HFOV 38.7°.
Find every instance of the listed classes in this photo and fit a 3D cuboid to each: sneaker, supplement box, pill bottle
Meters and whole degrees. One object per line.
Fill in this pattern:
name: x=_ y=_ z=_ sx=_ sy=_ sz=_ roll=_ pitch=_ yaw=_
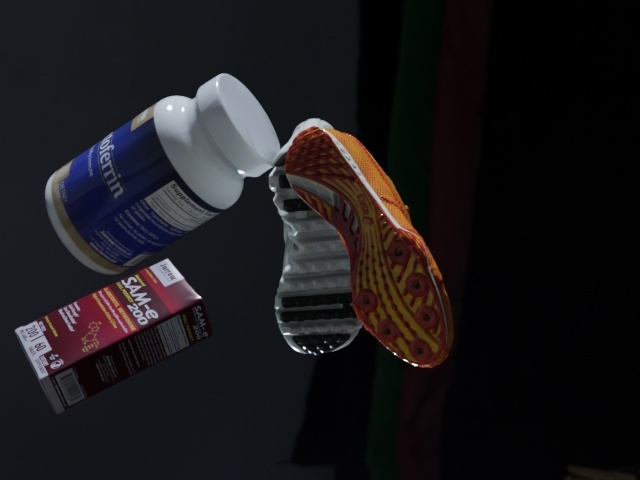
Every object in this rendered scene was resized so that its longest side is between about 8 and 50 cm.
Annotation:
sneaker: x=0.000 y=0.000 z=1.040 sx=0.118 sy=0.110 sz=0.292 roll=-92 pitch=-178 yaw=-59
sneaker: x=0.042 y=-0.002 z=0.576 sx=0.064 sy=0.067 sz=0.175 roll=-38 pitch=-115 yaw=31
supplement box: x=-0.288 y=0.128 z=1.278 sx=0.130 sy=0.239 sz=0.073 roll=40 pitch=-30 yaw=47
pill bottle: x=-0.189 y=-0.081 z=1.110 sx=0.265 sy=0.153 sz=0.153 roll=-30 pitch=-128 yaw=18
